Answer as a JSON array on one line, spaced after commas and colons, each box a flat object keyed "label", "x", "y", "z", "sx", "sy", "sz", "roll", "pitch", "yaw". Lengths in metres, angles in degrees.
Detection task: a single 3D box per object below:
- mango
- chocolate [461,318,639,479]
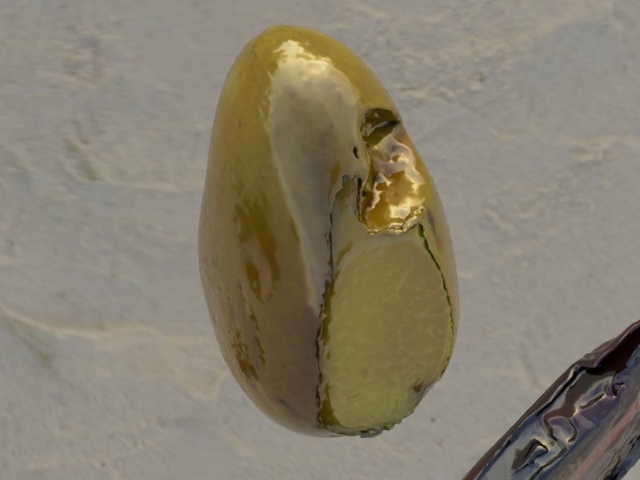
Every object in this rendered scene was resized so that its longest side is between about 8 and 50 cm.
[{"label": "mango", "x": 0.000, "y": 0.000, "z": 0.801, "sx": 0.130, "sy": 0.167, "sz": 0.262, "roll": -28, "pitch": 141, "yaw": -26}, {"label": "chocolate", "x": 0.052, "y": 0.072, "z": 0.392, "sx": 0.182, "sy": 0.086, "sz": 0.028, "roll": -45, "pitch": 67, "yaw": -2}]
